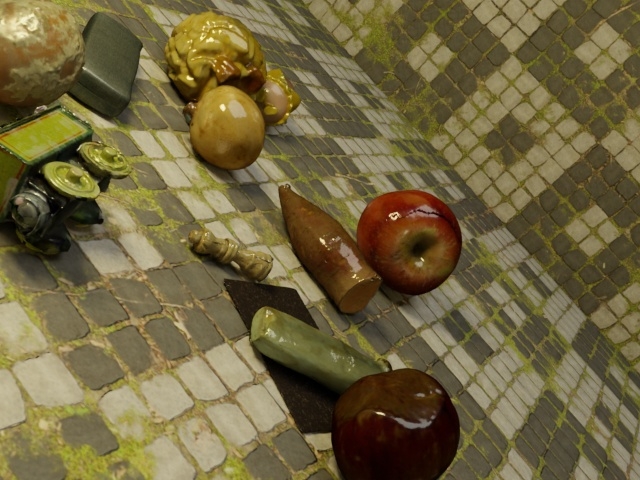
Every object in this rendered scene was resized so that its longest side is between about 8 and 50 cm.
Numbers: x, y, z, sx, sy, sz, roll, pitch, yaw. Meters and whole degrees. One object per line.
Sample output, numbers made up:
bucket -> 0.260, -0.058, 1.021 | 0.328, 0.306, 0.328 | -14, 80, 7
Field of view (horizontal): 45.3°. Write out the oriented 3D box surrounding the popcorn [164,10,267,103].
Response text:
popcorn -> -0.257, -0.455, 1.905 | 0.265, 0.225, 0.332 | 21, 21, -35

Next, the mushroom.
mushroom -> 0.011, 0.215, 1.381 | 0.312, 0.081, 0.100 | 29, 24, -25

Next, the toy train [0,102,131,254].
toy train -> -0.405, -0.093, 1.152 | 0.177, 0.134, 0.261 | 34, 23, -5

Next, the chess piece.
chess piece -> -0.172, 0.022, 1.438 | 0.172, 0.060, 0.060 | 27, 29, -35

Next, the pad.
pad -> -0.042, 0.206, 1.410 | 0.220, 0.004, 0.330 | 14, 38, -51

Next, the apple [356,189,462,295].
apple -> 0.217, -0.003, 1.891 | 0.272, 0.251, 0.206 | 16, 17, -20

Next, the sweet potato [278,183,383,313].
sweet potato -> -0.002, 0.002, 1.672 | 0.336, 0.131, 0.131 | 51, 24, 17

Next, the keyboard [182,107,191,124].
keyboard -> -0.253, -0.266, 1.837 | 0.176, 0.014, 0.055 | 21, 32, -44

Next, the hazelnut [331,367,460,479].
hazelnut -> 0.115, 0.324, 1.266 | 0.234, 0.218, 0.218 | -23, 69, -45

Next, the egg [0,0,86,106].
egg -> -0.500, -0.318, 1.291 | 0.195, 0.195, 0.233 | 44, 38, -1

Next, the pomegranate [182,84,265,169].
pomegranate -> -0.215, -0.254, 1.692 | 0.196, 0.196, 0.196 | 36, 24, -19

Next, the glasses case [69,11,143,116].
glasses case -> -0.451, -0.376, 1.612 | 0.131, 0.074, 0.323 | 32, 26, -26

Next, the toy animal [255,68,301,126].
toy animal -> -0.134, -0.385, 2.097 | 0.156, 0.156, 0.230 | 43, 13, -5
